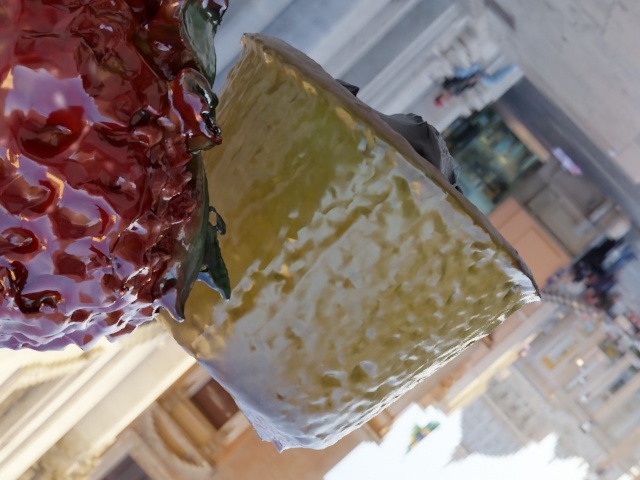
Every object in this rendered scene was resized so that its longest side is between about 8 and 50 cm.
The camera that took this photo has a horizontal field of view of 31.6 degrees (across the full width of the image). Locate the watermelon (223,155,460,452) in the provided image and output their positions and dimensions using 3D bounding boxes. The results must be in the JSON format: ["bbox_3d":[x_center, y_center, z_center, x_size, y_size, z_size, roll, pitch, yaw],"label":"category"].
[{"bbox_3d":[0.002,0.026,1.004,0.151,0.264,0.302,16,144,50],"label":"watermelon"}]

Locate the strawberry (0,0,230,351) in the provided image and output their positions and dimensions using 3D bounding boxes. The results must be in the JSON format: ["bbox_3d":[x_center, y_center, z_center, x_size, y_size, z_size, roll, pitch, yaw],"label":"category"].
[{"bbox_3d":[-0.148,-0.043,0.415,0.228,0.174,0.098,2,-176,1],"label":"strawberry"}]

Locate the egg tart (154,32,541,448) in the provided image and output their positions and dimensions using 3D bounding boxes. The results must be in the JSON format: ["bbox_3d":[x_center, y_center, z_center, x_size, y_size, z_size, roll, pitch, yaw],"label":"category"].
[{"bbox_3d":[0.000,0.000,0.612,0.215,0.171,0.215,43,-179,-1],"label":"egg tart"}]
